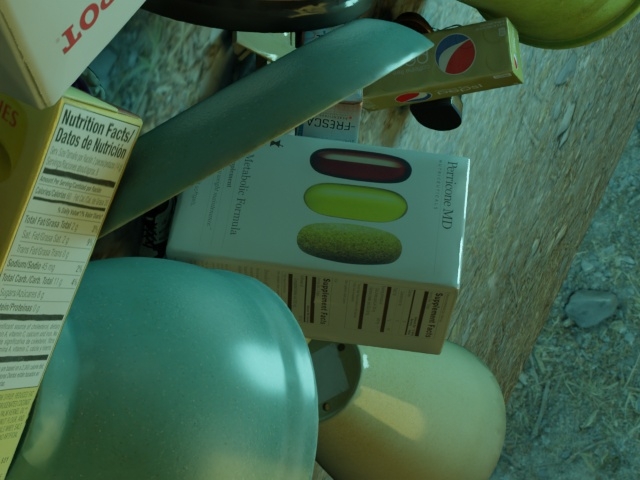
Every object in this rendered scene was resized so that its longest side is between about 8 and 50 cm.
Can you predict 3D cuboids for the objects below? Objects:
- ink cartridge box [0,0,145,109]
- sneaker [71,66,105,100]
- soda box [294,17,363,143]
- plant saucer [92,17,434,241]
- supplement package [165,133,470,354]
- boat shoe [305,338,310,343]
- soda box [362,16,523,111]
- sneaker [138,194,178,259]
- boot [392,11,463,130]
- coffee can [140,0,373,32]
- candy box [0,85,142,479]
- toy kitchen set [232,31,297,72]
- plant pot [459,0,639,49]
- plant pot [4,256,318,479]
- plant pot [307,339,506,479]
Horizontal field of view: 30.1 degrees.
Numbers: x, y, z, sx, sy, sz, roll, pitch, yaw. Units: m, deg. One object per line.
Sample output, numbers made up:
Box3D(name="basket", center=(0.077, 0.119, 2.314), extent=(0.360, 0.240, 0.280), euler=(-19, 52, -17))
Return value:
Box3D(name="ink cartridge box", center=(-0.176, -0.239, 0.536), extent=(0.198, 0.197, 0.270), euler=(-56, 156, -26))
Box3D(name="sneaker", center=(-0.191, -0.085, 0.838), extent=(0.071, 0.068, 0.170), euler=(-50, 154, -22))
Box3D(name="soda box", center=(0.007, -0.150, 1.122), extent=(0.183, 0.058, 0.063), euler=(-88, -176, -56))
Box3D(name="plant saucer", center=(-0.072, -0.070, 0.809), extent=(0.318, 0.043, 0.317), euler=(-30, -174, 4))
Box3D(name="supplement package", center=(0.000, 0.000, 1.052), extent=(0.134, 0.244, 0.139), euler=(93, 4, -60))
Box3D(name="boat shoe", center=(-0.048, 0.036, 1.251), extent=(0.079, 0.095, 0.254), euler=(-52, 147, -6))
Box3D(name="soda box", center=(0.123, -0.189, 1.288), extent=(0.058, 0.181, 0.061), euler=(16, 67, -69))
Box3D(name="sneaker", center=(-0.148, -0.014, 1.056), extent=(0.037, 0.032, 0.083), euler=(26, 78, -62))
Box3D(name="boot", center=(0.127, -0.232, 1.436), extent=(0.219, 0.082, 0.106), euler=(60, 35, -59))
Box3D(name="coffee can", center=(-0.042, -0.301, 0.773), extent=(0.201, 0.202, 0.275), euler=(-37, 144, -50))
Box3D(name="candy box", center=(-0.247, 0.040, 0.674), extent=(0.316, 0.183, 0.087), euler=(-68, 159, 5))
Box3D(name="toy kitchen set", center=(-0.071, -0.157, 1.094), extent=(0.068, 0.075, 0.083), euler=(24, 50, -33))
Box3D(name="plant pot", center=(0.197, -0.345, 1.249), extent=(0.254, 0.276, 0.276), euler=(-8, 120, -51))
Box3D(name="plant pot", center=(-0.174, 0.137, 0.865), extent=(0.196, 0.293, 0.293), euler=(22, 91, -42))
Box3D(name="plant pot", center=(0.067, 0.207, 1.521), extent=(0.274, 0.256, 0.256), euler=(37, 78, -51))
